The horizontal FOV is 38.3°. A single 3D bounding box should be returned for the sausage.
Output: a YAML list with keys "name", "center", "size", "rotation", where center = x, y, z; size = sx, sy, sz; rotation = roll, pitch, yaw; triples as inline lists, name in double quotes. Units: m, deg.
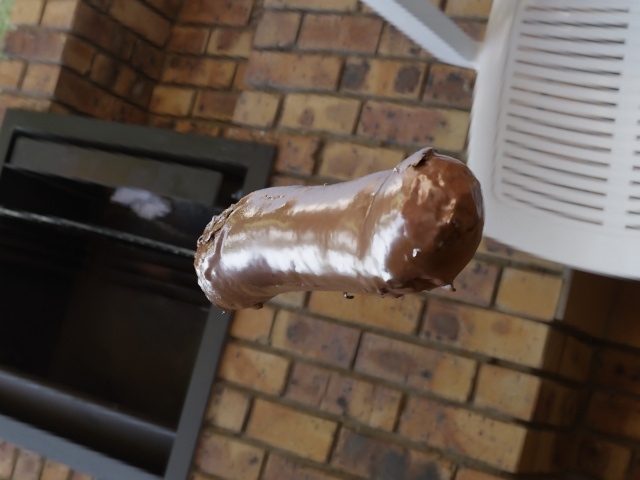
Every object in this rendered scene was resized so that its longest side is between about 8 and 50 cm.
- name: "sausage"
  center: [0.000, 0.001, 0.519]
  size: [0.078, 0.078, 0.304]
  rotation: [17, 167, -26]
